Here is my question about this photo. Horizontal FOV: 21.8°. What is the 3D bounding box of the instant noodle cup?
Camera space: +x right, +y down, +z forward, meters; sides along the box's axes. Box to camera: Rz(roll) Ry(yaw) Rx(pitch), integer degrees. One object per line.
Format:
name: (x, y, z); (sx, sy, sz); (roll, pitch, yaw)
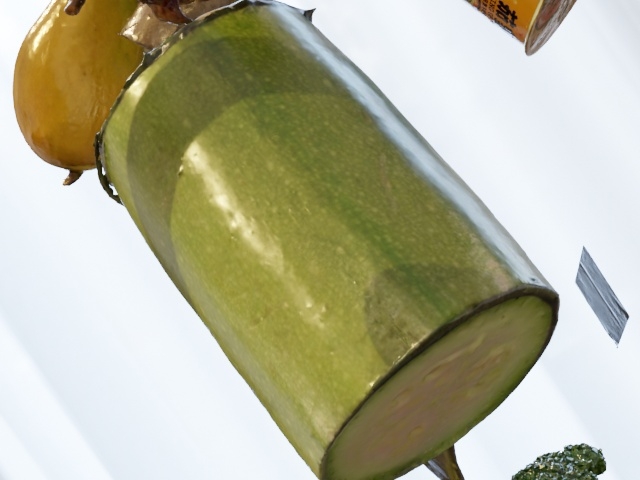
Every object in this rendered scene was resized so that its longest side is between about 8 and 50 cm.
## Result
instant noodle cup: (0.233, -0.352, 1.981); (0.216, 0.172, 0.216); (-54, -13, -19)

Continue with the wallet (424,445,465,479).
wallet: (0.159, 0.290, 2.388); (0.025, 0.124, 0.244); (-38, -31, -14)

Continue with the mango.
mango: (-0.304, -0.222, 2.152); (0.119, 0.176, 0.316); (-85, 12, -74)

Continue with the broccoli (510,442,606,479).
broccoli: (0.231, 0.343, 1.550); (0.245, 0.294, 0.265); (-11, 7, -15)

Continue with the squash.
squash: (0.000, 0.000, 1.479); (0.263, 0.384, 0.263); (-30, -29, -18)

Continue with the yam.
yam: (-0.128, -0.310, 1.995); (0.128, 0.129, 0.238); (26, 86, 50)

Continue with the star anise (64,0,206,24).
star anise: (-0.191, -0.295, 1.632); (0.111, 0.196, 0.212); (-12, 1, 19)

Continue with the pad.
pad: (0.385, 0.080, 2.285); (0.004, 0.116, 0.193); (-30, -18, -4)
